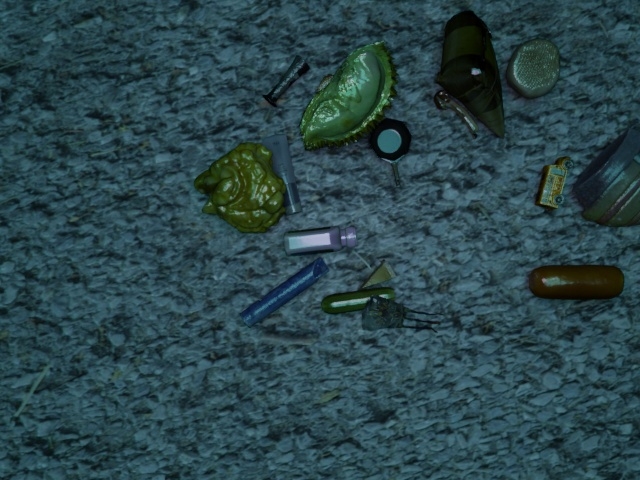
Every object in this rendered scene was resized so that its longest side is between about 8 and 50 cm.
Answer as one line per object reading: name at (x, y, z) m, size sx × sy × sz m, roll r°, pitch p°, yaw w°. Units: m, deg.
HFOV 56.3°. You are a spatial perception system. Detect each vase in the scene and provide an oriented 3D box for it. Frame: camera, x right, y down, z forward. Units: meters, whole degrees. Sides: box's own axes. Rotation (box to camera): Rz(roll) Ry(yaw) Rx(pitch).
vase at (-0.106, -0.491, 1.851) m, size 0.059 × 0.059 × 0.167 m, roll 41°, pitch 90°, yaw 3°

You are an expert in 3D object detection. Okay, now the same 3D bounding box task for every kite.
kite at (0.246, 0.233, 1.808) m, size 0.245 × 0.015 × 0.141 m, roll 9°, pitch 126°, yaw -2°

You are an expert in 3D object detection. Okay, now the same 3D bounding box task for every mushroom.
mushroom at (0.423, -0.389, 1.831) m, size 0.187 × 0.061 × 0.060 m, roll 43°, pitch 94°, yaw -2°

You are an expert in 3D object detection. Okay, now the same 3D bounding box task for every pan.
pan at (0.205, -0.270, 1.837) m, size 0.128 × 0.048 × 0.202 m, roll 14°, pitch 87°, yaw 4°

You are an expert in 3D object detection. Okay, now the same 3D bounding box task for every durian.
durian at (0.094, -0.408, 1.770) m, size 0.394 × 0.163 × 0.198 m, roll -44°, pitch 108°, yaw 5°

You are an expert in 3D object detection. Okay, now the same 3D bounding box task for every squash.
squash at (0.114, 0.183, 1.817) m, size 0.228 × 0.066 × 0.066 m, roll -9°, pitch 88°, yaw 2°

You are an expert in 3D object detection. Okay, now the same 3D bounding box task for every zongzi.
zongzi at (0.485, -0.502, 1.821) m, size 0.154 × 0.317 × 0.290 m, roll -11°, pitch 53°, yaw 37°

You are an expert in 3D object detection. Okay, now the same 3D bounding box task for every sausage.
sausage at (0.761, 0.124, 1.779) m, size 0.274 × 0.105 × 0.105 m, roll 0°, pitch 88°, yaw 2°

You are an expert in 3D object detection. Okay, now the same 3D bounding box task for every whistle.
whistle at (-0.107, 0.160, 1.830) m, size 0.304 × 0.062 × 0.062 m, roll -35°, pitch 87°, yaw 0°

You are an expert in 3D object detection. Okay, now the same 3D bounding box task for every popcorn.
popcorn at (-0.223, -0.141, 1.760) m, size 0.241 × 0.235 × 0.250 m, roll -40°, pitch 70°, yaw 30°

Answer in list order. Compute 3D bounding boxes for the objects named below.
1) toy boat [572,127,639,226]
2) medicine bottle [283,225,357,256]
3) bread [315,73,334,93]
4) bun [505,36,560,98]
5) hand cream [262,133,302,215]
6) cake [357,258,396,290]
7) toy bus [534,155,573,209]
toy boat at (0.906, -0.154, 1.785) m, size 0.276 × 0.111 × 0.294 m, roll -35°, pitch 97°, yaw 8°
medicine bottle at (0.000, 0.000, 1.802) m, size 0.219 × 0.115 × 0.078 m, roll -6°, pitch 87°, yaw 1°
bread at (0.043, -0.436, 1.851) m, size 0.126 × 0.044 × 0.129 m, roll 24°, pitch 90°, yaw -10°
bun at (0.637, -0.514, 1.799) m, size 0.173 × 0.113 × 0.167 m, roll -41°, pitch 94°, yaw -1°
hand cream at (-0.114, -0.205, 1.849) m, size 0.079 × 0.048 × 0.255 m, roll -15°, pitch 84°, yaw -1°
cake at (0.169, 0.120, 1.809) m, size 0.121 × 0.052 × 0.065 m, roll -41°, pitch 93°, yaw -18°
toy bus at (0.703, -0.177, 1.806) m, size 0.074 × 0.069 × 0.162 m, roll 15°, pitch 90°, yaw 5°
